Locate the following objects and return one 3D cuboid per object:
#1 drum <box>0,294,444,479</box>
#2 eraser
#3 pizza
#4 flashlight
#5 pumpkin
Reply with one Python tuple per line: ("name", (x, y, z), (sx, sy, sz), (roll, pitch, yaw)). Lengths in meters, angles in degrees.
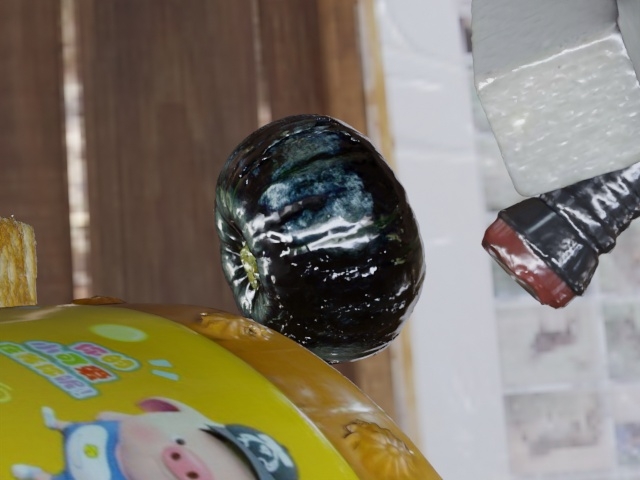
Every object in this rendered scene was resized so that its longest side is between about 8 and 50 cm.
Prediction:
("drum", (-0.122, 0.227, 0.591), (0.214, 0.431, 0.431), (-2, 171, -45))
("eraser", (0.172, -0.194, 1.233), (0.111, 0.352, 0.077), (-20, 135, 26))
("pizza", (-0.220, 0.035, 1.076), (0.062, 0.188, 0.199), (-6, 147, 0))
("flashlight", (0.233, -0.051, 1.335), (0.232, 0.093, 0.093), (-44, 167, 0))
("pumpkin", (0.000, 0.000, 1.555), (0.163, 0.233, 0.233), (-21, 175, -17))
